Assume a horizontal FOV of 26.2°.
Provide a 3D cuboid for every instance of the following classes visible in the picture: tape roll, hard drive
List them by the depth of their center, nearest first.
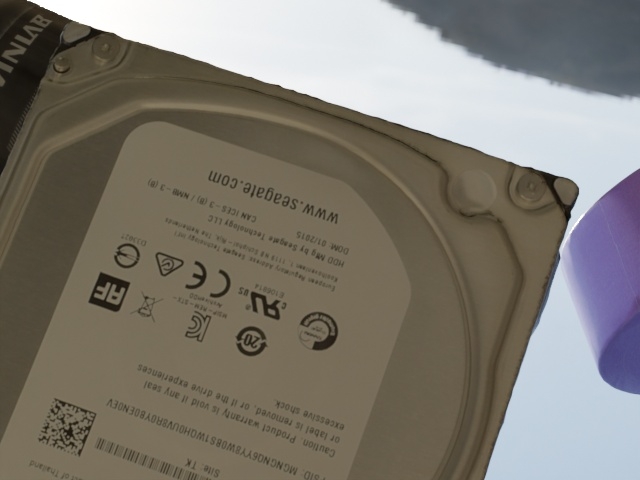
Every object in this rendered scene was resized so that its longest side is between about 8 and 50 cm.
[{"bbox_3d":[-0.056,0.099,0.567,0.237,0.338,0.064,19,169,7],"label":"hard drive"},{"bbox_3d":[0.315,0.013,0.979,0.275,0.275,0.090,0,-121,-26],"label":"tape roll"}]

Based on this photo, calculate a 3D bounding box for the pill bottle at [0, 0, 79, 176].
[{"bbox_3d":[-0.129,-0.044,0.721,0.246,0.130,0.130,25,-157,0],"label":"pill bottle"}]
